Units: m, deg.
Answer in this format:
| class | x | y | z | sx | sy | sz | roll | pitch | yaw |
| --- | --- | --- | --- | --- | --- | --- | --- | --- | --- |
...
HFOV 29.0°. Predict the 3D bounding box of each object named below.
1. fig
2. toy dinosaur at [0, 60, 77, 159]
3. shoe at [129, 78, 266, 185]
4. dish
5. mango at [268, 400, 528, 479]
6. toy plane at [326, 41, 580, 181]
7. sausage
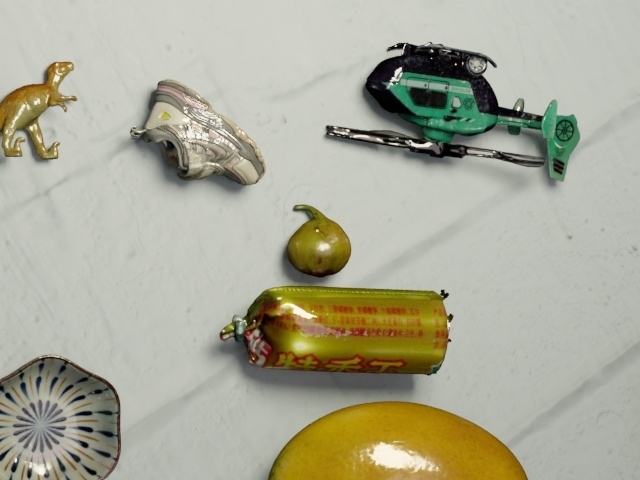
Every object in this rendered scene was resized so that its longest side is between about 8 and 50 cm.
| class | x | y | z | sx | sy | sz | roll | pitch | yaw |
| --- | --- | --- | --- | --- | --- | --- | --- | --- | --- |
| fig | 0.000 | 0.000 | 1.650 | 0.084 | 0.082 | 0.098 | 1 | 75 | 11 |
| toy dinosaur | -0.375 | -0.160 | 1.499 | 0.162 | 0.039 | 0.126 | 1 | 83 | -18 |
| shoe | -0.154 | -0.118 | 1.564 | 0.180 | 0.089 | 0.092 | 41 | 77 | -17 |
| dish | -0.340 | 0.231 | 1.520 | 0.191 | 0.066 | 0.190 | -1 | 93 | -25 |
| mango | 0.112 | 0.348 | 1.642 | 0.378 | 0.221 | 0.264 | 18 | 89 | -14 |
| toy plane | 0.201 | -0.181 | 1.711 | 0.382 | 0.106 | 0.155 | 7 | 97 | -24 |
| sausage | 0.020 | 0.116 | 1.633 | 0.317 | 0.125 | 0.117 | 3 | 49 | -23 |
